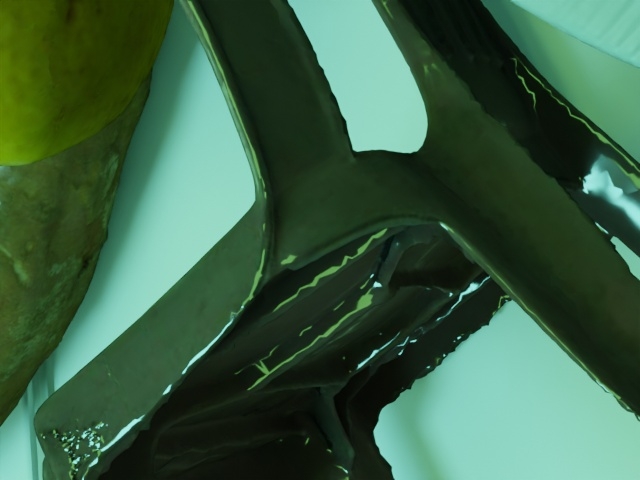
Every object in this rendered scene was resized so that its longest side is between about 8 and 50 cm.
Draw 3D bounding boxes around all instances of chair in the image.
[{"bbox_3d":[0.000,0.000,0.531,0.183,0.175,0.326,-44,68,24],"label":"chair"}]

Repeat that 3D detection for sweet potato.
[{"bbox_3d":[-0.132,0.002,0.695,0.097,0.097,0.252,39,113,32],"label":"sweet potato"}]

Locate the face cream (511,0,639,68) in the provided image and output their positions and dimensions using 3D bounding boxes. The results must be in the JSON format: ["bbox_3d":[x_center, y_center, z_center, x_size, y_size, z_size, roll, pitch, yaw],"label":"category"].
[{"bbox_3d":[0.096,-0.164,0.425,0.201,0.201,0.187,53,123,25],"label":"face cream"}]

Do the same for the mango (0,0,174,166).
[{"bbox_3d":[-0.123,-0.142,0.592,0.138,0.187,0.257,-24,54,29],"label":"mango"}]
